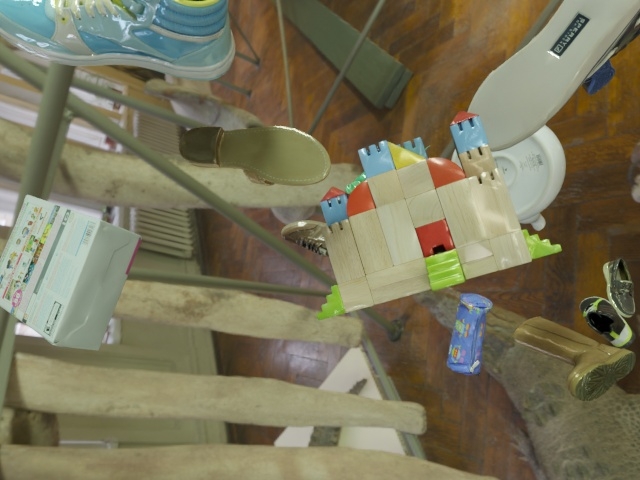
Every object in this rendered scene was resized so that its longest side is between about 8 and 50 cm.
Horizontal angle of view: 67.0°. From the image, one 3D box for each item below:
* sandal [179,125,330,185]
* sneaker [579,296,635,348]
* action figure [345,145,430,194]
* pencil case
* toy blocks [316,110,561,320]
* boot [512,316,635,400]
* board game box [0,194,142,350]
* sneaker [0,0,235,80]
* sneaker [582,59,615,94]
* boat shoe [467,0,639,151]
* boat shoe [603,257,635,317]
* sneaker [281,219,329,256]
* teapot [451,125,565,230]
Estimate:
[{"bbox_3d":[-0.093,-0.127,0.754,0.079,0.240,0.088,43,-123,-76],"label":"sandal"},{"bbox_3d":[0.806,0.216,1.391,0.084,0.097,0.234,-57,11,16],"label":"sneaker"},{"bbox_3d":[0.147,-0.147,1.134,0.063,0.232,0.137,59,150,11],"label":"action figure"},{"bbox_3d":[0.551,0.352,1.789,0.133,0.120,0.305,-133,48,-72],"label":"pencil case"},{"bbox_3d":[0.147,-0.050,0.784,0.382,0.191,0.260,-18,84,16],"label":"toy blocks"},{"bbox_3d":[0.614,0.295,1.249,0.270,0.236,0.089,22,117,58],"label":"boot"},{"bbox_3d":[-0.500,0.051,0.928,0.304,0.098,0.223,16,82,35],"label":"board game box"},{"bbox_3d":[-0.262,-0.313,0.598,0.208,0.319,0.127,137,133,-71],"label":"sneaker"},{"bbox_3d":[0.721,-0.467,1.294,0.081,0.232,0.090,-39,67,22],"label":"sneaker"},{"bbox_3d":[0.392,-0.278,0.778,0.340,0.158,0.127,-50,63,33],"label":"boat shoe"},{"bbox_3d":[0.737,0.112,1.186,0.049,0.056,0.152,109,164,-56],"label":"boat shoe"},{"bbox_3d":[0.000,0.000,1.136,0.066,0.189,0.071,91,-179,-49],"label":"sneaker"},{"bbox_3d":[0.429,-0.172,1.092,0.253,0.187,0.255,33,123,24],"label":"teapot"}]
